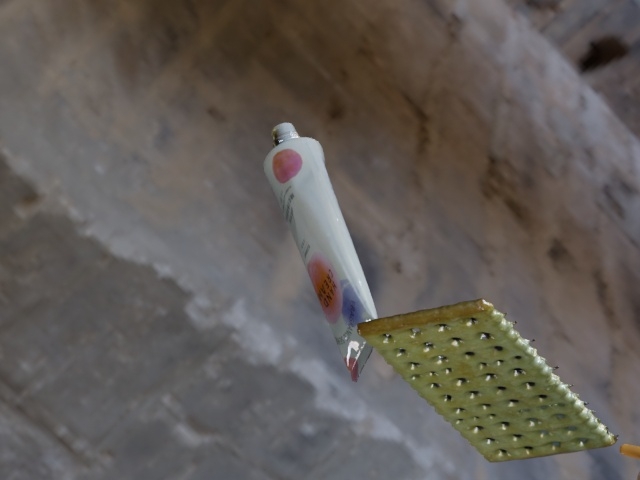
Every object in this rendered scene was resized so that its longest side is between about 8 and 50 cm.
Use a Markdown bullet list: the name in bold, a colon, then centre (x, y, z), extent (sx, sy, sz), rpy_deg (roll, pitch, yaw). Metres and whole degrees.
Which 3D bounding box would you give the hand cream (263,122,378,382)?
- **hand cream**: centre (0.000, 0.000, 1.868), extent (0.077, 0.341, 0.124), rpy_deg (-8, -30, -20)

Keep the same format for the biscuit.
- **biscuit**: centre (0.147, 0.126, 1.329), extent (0.139, 0.231, 0.016), rpy_deg (-14, 46, 34)

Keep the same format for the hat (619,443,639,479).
- **hat**: centre (0.419, 0.252, 1.752), extent (0.233, 0.244, 0.233), rpy_deg (-29, 19, -25)
